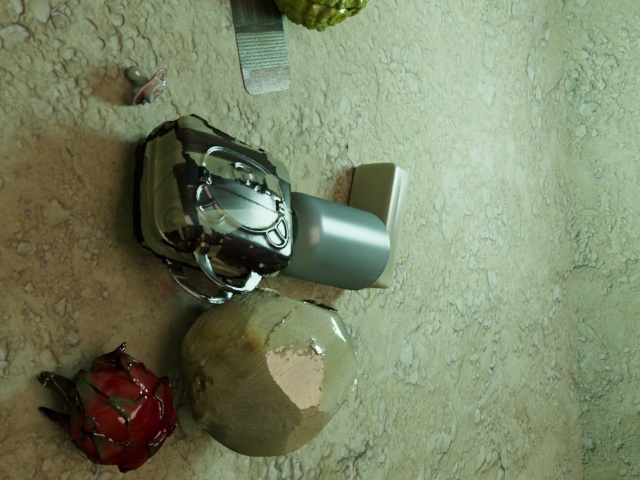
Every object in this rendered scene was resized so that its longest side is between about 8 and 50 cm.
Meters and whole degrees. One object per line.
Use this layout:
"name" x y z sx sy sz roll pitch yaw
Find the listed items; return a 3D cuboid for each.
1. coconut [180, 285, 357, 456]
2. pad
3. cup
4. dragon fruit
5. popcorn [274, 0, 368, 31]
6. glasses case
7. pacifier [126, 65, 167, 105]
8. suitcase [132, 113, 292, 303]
"coconut" -0.114 0.271 1.483 0.360 0.346 0.346 -40 121 -48
"pad" -0.166 -0.453 1.618 0.323 0.055 0.250 -36 120 -65
"cup" 0.000 0.000 1.721 0.312 0.205 0.205 16 79 -49
"dragon fruit" -0.372 0.302 1.298 0.192 0.193 0.274 -47 130 -6
"popcorn" 0.002 -0.619 1.696 0.270 0.224 0.257 25 52 -39
"glasses case" 0.142 -0.041 1.944 0.076 0.144 0.336 23 75 -49
"pacifier" -0.345 -0.308 1.406 0.078 0.081 0.099 41 78 -6
"suitcase" -0.217 -0.042 1.440 0.351 0.194 0.339 22 56 -47
